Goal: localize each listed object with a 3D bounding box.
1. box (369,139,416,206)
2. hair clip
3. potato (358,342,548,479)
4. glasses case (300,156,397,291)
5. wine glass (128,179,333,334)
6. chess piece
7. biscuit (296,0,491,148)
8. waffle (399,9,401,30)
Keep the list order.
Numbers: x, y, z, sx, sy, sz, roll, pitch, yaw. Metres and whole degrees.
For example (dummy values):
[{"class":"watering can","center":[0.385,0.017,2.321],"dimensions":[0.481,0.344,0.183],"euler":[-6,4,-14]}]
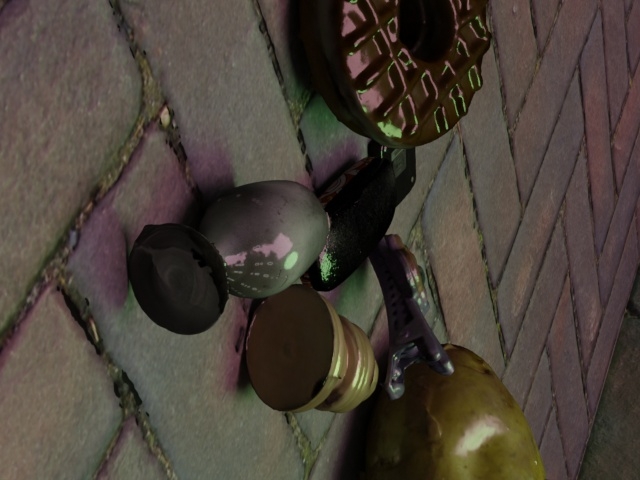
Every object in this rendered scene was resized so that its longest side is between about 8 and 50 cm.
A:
[{"class":"box","center":[0.108,-0.109,1.835],"dimensions":[0.126,0.027,0.125],"euler":[-48,140,-51]},{"class":"hair clip","center":[0.118,0.089,1.729],"dimensions":[0.137,0.090,0.278],"euler":[58,21,-50]},{"class":"potato","center":[0.181,0.271,1.898],"dimensions":[0.289,0.301,0.237],"euler":[134,-53,-75]},{"class":"glasses case","center":[0.037,-0.025,1.641],"dimensions":[0.267,0.067,0.103],"euler":[-45,133,-55]},{"class":"wine glass","center":[-0.087,0.010,1.321],"dimensions":[0.241,0.126,0.126],"euler":[-28,122,-58]},{"class":"chess piece","center":[0.012,0.151,1.617],"dimensions":[0.138,0.124,0.307],"euler":[65,12,18]},{"class":"biscuit","center":[0.098,-0.277,1.588],"dimensions":[0.332,0.103,0.332],"euler":[-3,95,-50]},{"class":"waffle","center":[0.127,-0.260,1.792],"dimensions":[0.229,0.057,0.219],"euler":[-65,150,-29]}]
